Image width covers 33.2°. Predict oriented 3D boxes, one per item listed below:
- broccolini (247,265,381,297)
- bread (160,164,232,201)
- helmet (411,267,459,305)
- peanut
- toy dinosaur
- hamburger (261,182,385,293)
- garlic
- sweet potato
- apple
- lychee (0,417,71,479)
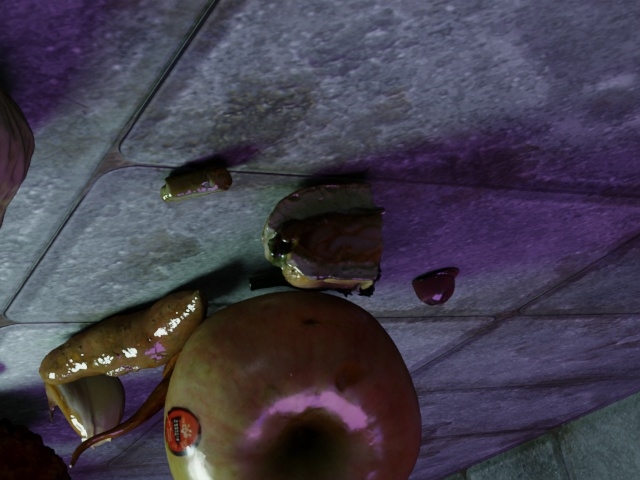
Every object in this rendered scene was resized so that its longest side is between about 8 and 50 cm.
[{"bbox_3d":[-0.008,0.044,1.625,0.203,0.068,0.091,2,145,6],"label":"broccolini"},{"bbox_3d":[-0.148,-0.068,1.276,0.088,0.033,0.049,-12,173,10],"label":"bread"},{"bbox_3d":[0.199,0.083,1.805,0.084,0.049,0.065,-20,156,19],"label":"helmet"},{"bbox_3d":[-0.356,-0.067,1.025,0.152,0.152,0.313,-2,155,-24],"label":"peanut"},{"bbox_3d":[-0.224,0.213,1.766,0.432,0.097,0.208,-20,155,-48],"label":"toy dinosaur"},{"bbox_3d":[0.000,0.000,1.438,0.155,0.135,0.207,5,171,-1],"label":"hamburger"},{"bbox_3d":[-0.399,0.255,1.814,0.115,0.128,0.207,-32,-155,-25],"label":"garlic"},{"bbox_3d":[-0.285,0.156,1.659,0.355,0.095,0.106,-25,150,28],"label":"sweet potato"},{"bbox_3d":[-0.043,0.264,1.581,0.391,0.391,0.346,-9,-172,-9],"label":"apple"},{"bbox_3d":[-0.638,0.507,1.944,0.425,0.424,0.500,-26,-167,31],"label":"lychee"}]
